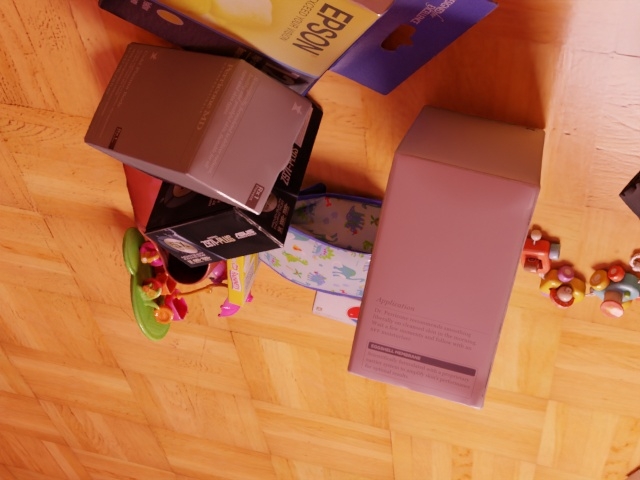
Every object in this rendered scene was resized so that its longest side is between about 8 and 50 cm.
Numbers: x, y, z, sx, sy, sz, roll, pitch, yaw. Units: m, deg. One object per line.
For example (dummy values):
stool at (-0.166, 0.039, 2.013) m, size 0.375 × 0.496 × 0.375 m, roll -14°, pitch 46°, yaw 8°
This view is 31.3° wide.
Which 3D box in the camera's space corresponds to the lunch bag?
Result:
lunch bag at (0.000, 0.000, 1.395) m, size 0.151 × 0.096 × 0.129 m, roll 8°, pitch 150°, yaw -1°

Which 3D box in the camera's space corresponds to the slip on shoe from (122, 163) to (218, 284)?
slip on shoe at (-0.184, -0.058, 1.396) m, size 0.123 × 0.101 × 0.331 m, roll 10°, pitch 147°, yaw 17°

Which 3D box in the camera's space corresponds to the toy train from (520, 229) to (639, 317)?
toy train at (0.306, 0.046, 1.351) m, size 0.166 × 0.046 × 0.125 m, roll 9°, pitch 149°, yaw 16°

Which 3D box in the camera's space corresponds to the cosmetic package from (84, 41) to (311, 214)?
cosmetic package at (-0.129, -0.118, 1.154) m, size 0.107 × 0.127 × 0.238 m, roll 28°, pitch 173°, yaw -35°

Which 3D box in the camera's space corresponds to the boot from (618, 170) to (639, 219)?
boot at (0.516, 0.030, 0.941) m, size 0.445 × 0.146 × 0.367 m, roll 48°, pitch 152°, yaw 4°

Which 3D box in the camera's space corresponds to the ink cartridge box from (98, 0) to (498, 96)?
ink cartridge box at (-0.041, -0.208, 1.025) m, size 0.307 × 0.072 × 0.303 m, roll 26°, pitch 167°, yaw -10°

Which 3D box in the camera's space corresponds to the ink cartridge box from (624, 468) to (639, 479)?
ink cartridge box at (0.588, 0.395, 1.696) m, size 0.197 × 0.114 × 0.273 m, roll 19°, pitch 151°, yaw -1°

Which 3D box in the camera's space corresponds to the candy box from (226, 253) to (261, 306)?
candy box at (-0.089, -0.010, 1.416) m, size 0.027 × 0.105 × 0.206 m, roll 15°, pitch 149°, yaw 6°

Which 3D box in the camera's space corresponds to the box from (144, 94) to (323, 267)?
box at (-0.093, -0.075, 1.238) m, size 0.147 × 0.180 × 0.077 m, roll -12°, pitch 141°, yaw 42°

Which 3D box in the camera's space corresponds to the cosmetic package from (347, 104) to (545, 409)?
cosmetic package at (0.128, 0.005, 1.122) m, size 0.138 × 0.224 × 0.225 m, roll 15°, pitch 110°, yaw 7°

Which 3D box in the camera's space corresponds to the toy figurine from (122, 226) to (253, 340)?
toy figurine at (-0.172, 0.049, 1.587) m, size 0.159 × 0.130 × 0.173 m, roll -8°, pitch 118°, yaw 16°

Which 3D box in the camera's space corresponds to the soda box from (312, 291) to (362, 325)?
soda box at (0.102, 0.082, 1.498) m, size 0.216 × 0.069 × 0.074 m, roll 16°, pitch 149°, yaw 3°
